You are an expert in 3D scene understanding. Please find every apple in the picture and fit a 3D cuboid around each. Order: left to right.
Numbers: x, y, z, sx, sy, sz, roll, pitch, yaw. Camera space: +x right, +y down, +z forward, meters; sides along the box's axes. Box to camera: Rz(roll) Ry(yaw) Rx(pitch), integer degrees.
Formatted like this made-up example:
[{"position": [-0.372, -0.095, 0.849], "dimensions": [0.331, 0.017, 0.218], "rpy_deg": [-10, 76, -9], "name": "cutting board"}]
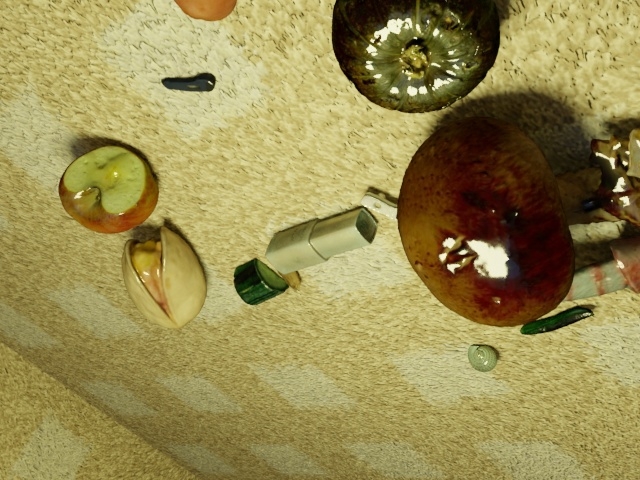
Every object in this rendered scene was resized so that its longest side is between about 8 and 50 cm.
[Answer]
[{"position": [-0.447, -0.100, 1.399], "dimensions": [0.195, 0.173, 0.160], "rpy_deg": [24, 141, 4], "name": "apple"}]

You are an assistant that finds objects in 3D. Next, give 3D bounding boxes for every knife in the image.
[{"position": [-0.242, -0.285, 1.196], "dimensions": [0.121, 0.018, 0.031], "rpy_deg": [5, 147, 22], "name": "knife"}]

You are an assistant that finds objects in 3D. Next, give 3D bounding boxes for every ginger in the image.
[{"position": [-0.080, 0.066, 1.528], "dimensions": [0.057, 0.044, 0.137], "rpy_deg": [-8, 138, 8], "name": "ginger"}]

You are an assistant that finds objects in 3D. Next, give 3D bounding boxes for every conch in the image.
[{"position": [0.382, 0.284, 1.556], "dimensions": [0.076, 0.057, 0.085], "rpy_deg": [6, 141, 40], "name": "conch"}]

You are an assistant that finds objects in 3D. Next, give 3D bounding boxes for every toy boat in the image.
[{"position": [0.457, 0.078, 1.160], "dimensions": [0.282, 0.096, 0.206], "rpy_deg": [-22, 160, 14], "name": "toy boat"}]

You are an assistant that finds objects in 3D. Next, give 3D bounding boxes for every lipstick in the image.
[{"position": [0.000, 0.000, 1.377], "dimensions": [0.252, 0.079, 0.077], "rpy_deg": [-20, 125, 40], "name": "lipstick"}]

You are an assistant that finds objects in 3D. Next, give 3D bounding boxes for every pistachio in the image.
[{"position": [-0.382, 0.102, 1.603], "dimensions": [0.187, 0.188, 0.299], "rpy_deg": [9, 145, 17], "name": "pistachio"}]

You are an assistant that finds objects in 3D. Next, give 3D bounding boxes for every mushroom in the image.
[{"position": [0.302, -0.058, 1.061], "dimensions": [0.331, 0.356, 0.334], "rpy_deg": [50, 164, -16], "name": "mushroom"}]

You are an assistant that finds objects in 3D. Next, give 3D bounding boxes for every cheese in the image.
[{"position": [0.195, -0.031, 1.262], "dimensions": [0.251, 0.054, 0.127], "rpy_deg": [25, 143, -2], "name": "cheese"}]

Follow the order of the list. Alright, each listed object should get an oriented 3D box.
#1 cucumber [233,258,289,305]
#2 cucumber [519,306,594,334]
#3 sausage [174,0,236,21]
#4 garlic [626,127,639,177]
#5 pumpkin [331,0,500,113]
[{"position": [-0.152, 0.109, 1.604], "dimensions": [0.116, 0.062, 0.115], "rpy_deg": [40, 136, -24], "name": "cucumber"}, {"position": [0.494, 0.171, 1.379], "dimensions": [0.036, 0.033, 0.184], "rpy_deg": [13, 151, -32], "name": "cucumber"}, {"position": [-0.142, -0.413, 0.916], "dimensions": [0.113, 0.114, 0.259], "rpy_deg": [28, 142, -8], "name": "sausage"}, {"position": [0.573, -0.145, 0.873], "dimensions": [0.318, 0.112, 0.143], "rpy_deg": [-16, 142, 21], "name": "garlic"}, {"position": [0.126, -0.281, 0.901], "dimensions": [0.237, 0.159, 0.238], "rpy_deg": [11, 137, 10], "name": "pumpkin"}]
